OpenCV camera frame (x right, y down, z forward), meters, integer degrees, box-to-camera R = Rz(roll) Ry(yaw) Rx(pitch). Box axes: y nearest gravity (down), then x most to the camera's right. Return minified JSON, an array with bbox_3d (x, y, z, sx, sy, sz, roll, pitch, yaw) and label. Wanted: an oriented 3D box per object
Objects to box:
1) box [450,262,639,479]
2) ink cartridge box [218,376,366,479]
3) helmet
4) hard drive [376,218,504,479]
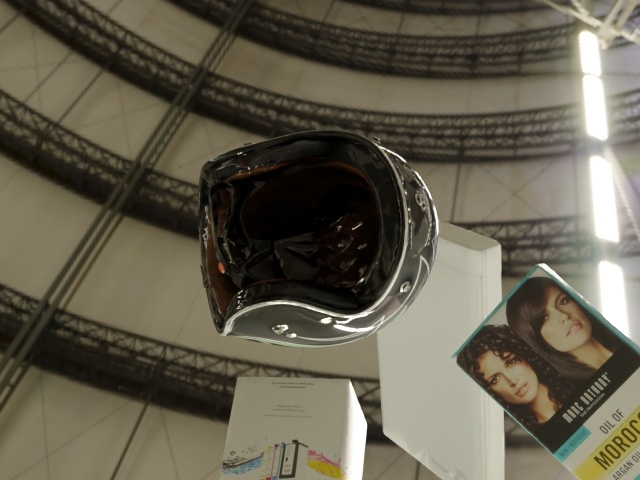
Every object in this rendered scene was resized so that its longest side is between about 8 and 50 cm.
[{"bbox_3d":[0.222,0.133,0.629,0.244,0.100,0.060,43,-170,14],"label":"box"},{"bbox_3d":[-0.036,0.332,1.193,0.168,0.171,0.232,-1,-125,13],"label":"ink cartridge box"},{"bbox_3d":[0.000,0.000,0.616,0.162,0.169,0.169,-6,-132,-16],"label":"helmet"},{"bbox_3d":[0.132,0.126,0.984,0.040,0.307,0.203,-15,-158,-27],"label":"hard drive"}]
